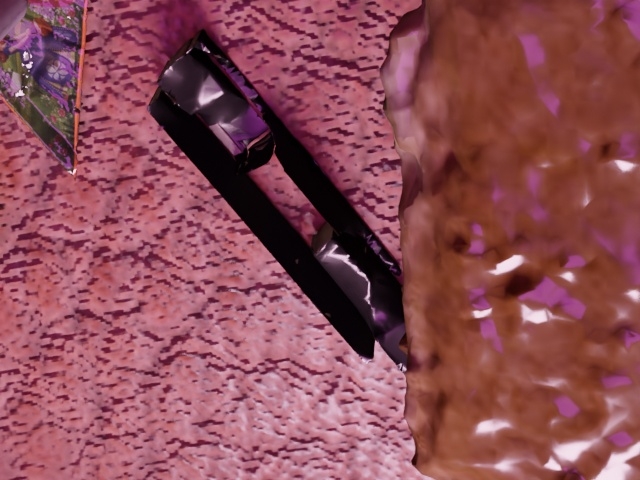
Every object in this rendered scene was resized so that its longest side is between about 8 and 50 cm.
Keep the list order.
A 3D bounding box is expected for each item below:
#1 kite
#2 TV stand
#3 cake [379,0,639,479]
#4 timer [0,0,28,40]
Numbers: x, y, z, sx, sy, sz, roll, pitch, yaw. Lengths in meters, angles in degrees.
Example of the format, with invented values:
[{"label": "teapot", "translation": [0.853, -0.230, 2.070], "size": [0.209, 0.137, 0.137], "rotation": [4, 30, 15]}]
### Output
[{"label": "kite", "translation": [-0.147, -0.145, 0.769], "size": [0.183, 0.014, 0.241], "rotation": [3, 111, 3]}, {"label": "TV stand", "translation": [0.000, 0.000, 0.813], "size": [0.042, 0.036, 0.249], "rotation": [-35, 108, 16]}, {"label": "cake", "translation": [0.173, -0.055, 0.619], "size": [0.282, 0.290, 0.256], "rotation": [5, 113, 21]}, {"label": "timer", "translation": [-0.282, -0.106, 0.687], "size": [0.194, 0.192, 0.195], "rotation": [-27, 110, 24]}]
